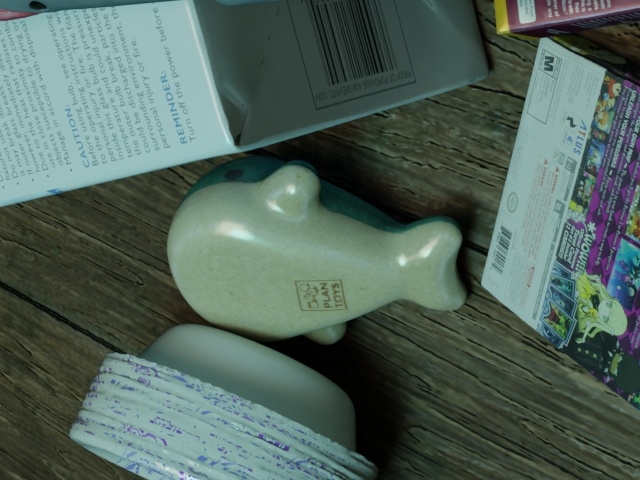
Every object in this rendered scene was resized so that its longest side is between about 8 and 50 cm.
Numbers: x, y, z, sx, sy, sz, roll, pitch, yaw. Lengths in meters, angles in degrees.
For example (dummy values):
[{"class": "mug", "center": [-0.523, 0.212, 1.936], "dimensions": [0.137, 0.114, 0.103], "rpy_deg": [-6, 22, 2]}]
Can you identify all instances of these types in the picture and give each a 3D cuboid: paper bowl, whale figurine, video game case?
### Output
[{"class": "paper bowl", "center": [-0.081, 0.180, 1.159], "dimensions": [0.284, 0.284, 0.148], "rpy_deg": [16, 74, 31]}, {"class": "whale figurine", "center": [0.000, 0.000, 1.114], "dimensions": [0.272, 0.141, 0.216], "rpy_deg": [0, 133, 15]}, {"class": "video game case", "center": [0.221, -0.017, 0.937], "dimensions": [0.210, 0.042, 0.232], "rpy_deg": [41, 130, 48]}]

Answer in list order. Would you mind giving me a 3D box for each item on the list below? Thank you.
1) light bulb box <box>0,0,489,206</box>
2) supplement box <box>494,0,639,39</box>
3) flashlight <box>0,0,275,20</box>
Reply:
[{"class": "light bulb box", "center": [-0.122, -0.176, 0.976], "dimensions": [0.361, 0.358, 0.225], "rpy_deg": [-10, 98, 38]}, {"class": "supplement box", "center": [0.221, -0.210, 0.870], "dimensions": [0.188, 0.081, 0.104], "rpy_deg": [-5, 93, 31]}, {"class": "flashlight", "center": [-0.135, -0.178, 0.698], "dimensions": [0.304, 0.103, 0.103], "rpy_deg": [2, 103, 35]}]
